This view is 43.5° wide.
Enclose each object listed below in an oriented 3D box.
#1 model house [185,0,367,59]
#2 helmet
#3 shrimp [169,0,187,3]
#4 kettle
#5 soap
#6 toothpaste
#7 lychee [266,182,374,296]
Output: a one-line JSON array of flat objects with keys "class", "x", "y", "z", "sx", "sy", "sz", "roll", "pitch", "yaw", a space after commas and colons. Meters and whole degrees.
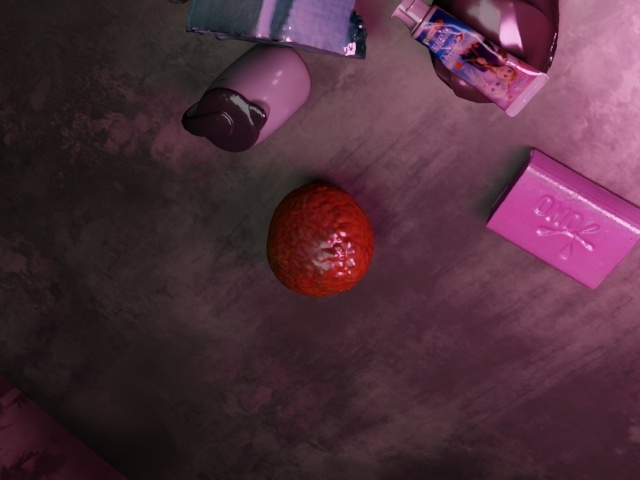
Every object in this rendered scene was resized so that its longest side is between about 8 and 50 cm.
[{"class": "model house", "x": -0.069, "y": -0.512, "z": 1.441, "sx": 0.295, "sy": 0.252, "sz": 0.329, "roll": 20, "pitch": 109, "yaw": 41}, {"class": "helmet", "x": 0.291, "y": -0.345, "z": 1.390, "sx": 0.225, "sy": 0.177, "sz": 0.305, "roll": 7, "pitch": 124, "yaw": 19}, {"class": "shrimp", "x": -0.351, "y": -0.539, "z": 1.623, "sx": 0.233, "sy": 0.079, "sz": 0.090, "roll": 22, "pitch": 167, "yaw": 13}, {"class": "kettle", "x": -0.161, "y": -0.276, "z": 1.608, "sx": 0.221, "sy": 0.236, "sz": 0.161, "roll": -3, "pitch": 121, "yaw": 27}, {"class": "soap", "x": 0.476, "y": -0.040, "z": 1.574, "sx": 0.259, "sy": 0.081, "sz": 0.181, "roll": 31, "pitch": 130, "yaw": 3}, {"class": "toothpaste", "x": 0.236, "y": -0.306, "z": 1.301, "sx": 0.266, "sy": 0.061, "sz": 0.096, "roll": 35, "pitch": 135, "yaw": -5}, {"class": "lychee", "x": 0.000, "y": 0.000, "z": 1.740, "sx": 0.255, "sy": 0.300, "sz": 0.255, "roll": -5, "pitch": 117, "yaw": -9}]
